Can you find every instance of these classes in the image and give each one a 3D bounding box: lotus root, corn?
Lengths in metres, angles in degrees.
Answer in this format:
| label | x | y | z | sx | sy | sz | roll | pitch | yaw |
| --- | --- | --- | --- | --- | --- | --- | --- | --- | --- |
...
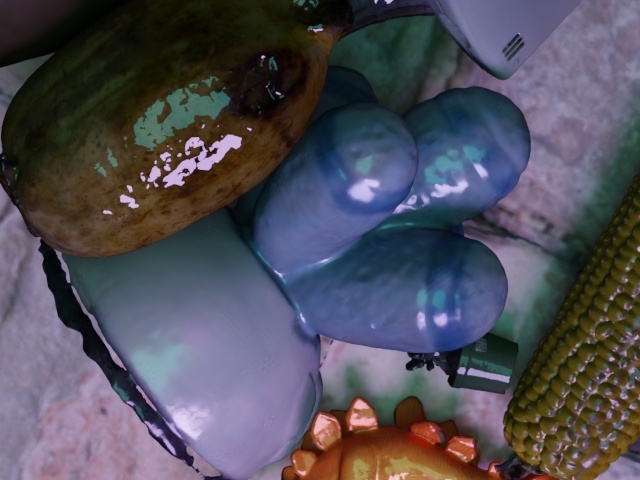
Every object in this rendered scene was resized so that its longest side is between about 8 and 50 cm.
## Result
| label | x | y | z | sx | sy | sz | roll | pitch | yaw |
| --- | --- | --- | --- | --- | --- | --- | --- | --- | --- |
| lotus root | -0.090 | -0.090 | 1.200 | 0.260 | 0.128 | 0.145 | -32 | 66 | 6 |
| corn | 0.232 | 0.052 | 1.400 | 0.101 | 0.101 | 0.310 | 28 | 98 | -6 |

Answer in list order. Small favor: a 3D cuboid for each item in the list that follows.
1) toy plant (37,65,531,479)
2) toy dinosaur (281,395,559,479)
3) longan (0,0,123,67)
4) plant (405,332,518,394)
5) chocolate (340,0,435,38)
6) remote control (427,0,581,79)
| label | x | y | z | sx | sy | sz | roll | pitch | yaw |
| --- | --- | --- | --- | --- | --- | --- | --- | --- | --- |
| toy plant | 0.000 | 0.000 | 1.329 | 0.332 | 0.247 | 0.247 | -35 | 100 | 3 |
| toy dinosaur | 0.041 | 0.175 | 1.443 | 0.288 | 0.070 | 0.117 | -3 | 91 | -3 |
| longan | -0.225 | -0.253 | 1.241 | 0.297 | 0.297 | 0.297 | 0 | 102 | 0 |
| plant | 0.095 | 0.084 | 1.430 | 0.102 | 0.051 | 0.051 | 16 | 102 | 1 |
| chocolate | 0.022 | -0.193 | 1.345 | 0.248 | 0.110 | 0.110 | -13 | 102 | 3 |
| remote control | 0.207 | -0.267 | 1.284 | 0.344 | 0.145 | 0.050 | -47 | 60 | -2 |
